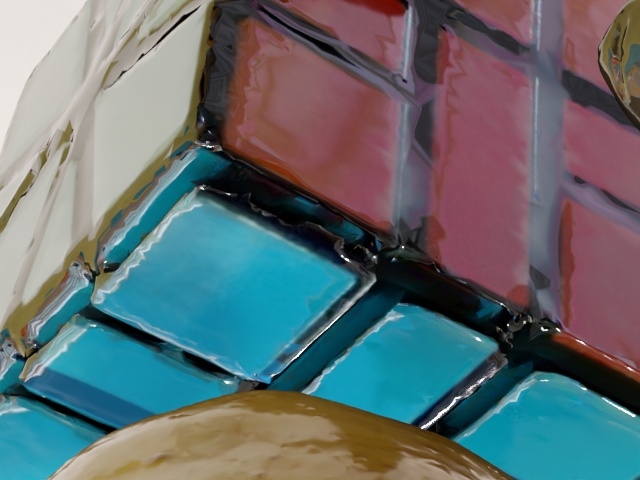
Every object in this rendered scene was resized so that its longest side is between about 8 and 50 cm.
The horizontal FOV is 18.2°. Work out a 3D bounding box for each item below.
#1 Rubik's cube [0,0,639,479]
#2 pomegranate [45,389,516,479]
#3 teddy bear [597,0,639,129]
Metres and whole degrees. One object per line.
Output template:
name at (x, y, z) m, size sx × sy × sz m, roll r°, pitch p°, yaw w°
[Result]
Rubik's cube at (0.000, 0.000, 0.988) m, size 0.288 × 0.283 × 0.293 m, roll -45°, pitch -156°, yaw 38°
pomegranate at (-0.007, 0.198, 0.611) m, size 0.307 × 0.307 × 0.307 m, roll -36°, pitch 144°, yaw -31°
teddy bear at (0.136, -0.052, 0.641) m, size 0.160 × 0.078 × 0.119 m, roll 15°, pitch 89°, yaw -49°
